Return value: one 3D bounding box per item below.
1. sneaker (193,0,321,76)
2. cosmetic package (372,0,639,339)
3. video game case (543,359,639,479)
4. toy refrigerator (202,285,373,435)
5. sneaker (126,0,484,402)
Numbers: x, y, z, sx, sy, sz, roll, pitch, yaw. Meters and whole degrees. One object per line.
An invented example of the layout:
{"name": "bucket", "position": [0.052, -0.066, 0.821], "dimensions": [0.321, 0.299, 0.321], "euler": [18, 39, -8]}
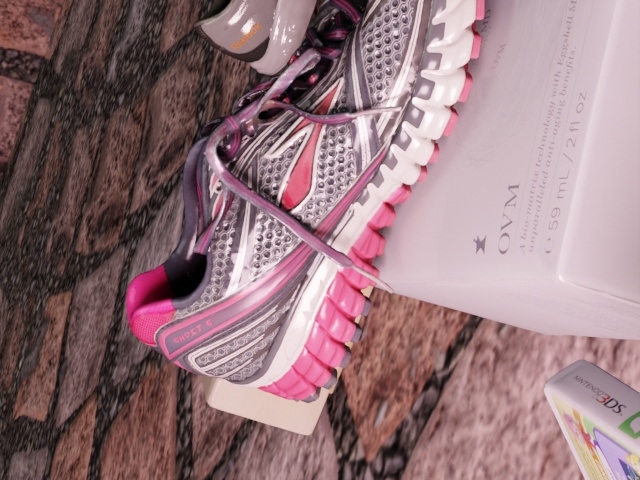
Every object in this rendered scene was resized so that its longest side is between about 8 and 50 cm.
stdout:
{"name": "sneaker", "position": [-0.040, -0.297, 1.451], "dimensions": [0.100, 0.108, 0.271], "euler": [-165, 93, -71]}
{"name": "cosmetic package", "position": [0.142, -0.070, 0.783], "dimensions": [0.225, 0.138, 0.224], "euler": [174, 111, -69]}
{"name": "video game case", "position": [0.164, 0.156, 0.516], "dimensions": [0.023, 0.212, 0.193], "euler": [-31, 21, -9]}
{"name": "toy refrigerator", "position": [0.000, 0.000, 1.156], "dimensions": [0.102, 0.094, 0.269], "euler": [-115, 46, -70]}
{"name": "sneaker", "position": [-0.005, -0.055, 0.794], "dimensions": [0.121, 0.112, 0.299], "euler": [-121, 50, -66]}
